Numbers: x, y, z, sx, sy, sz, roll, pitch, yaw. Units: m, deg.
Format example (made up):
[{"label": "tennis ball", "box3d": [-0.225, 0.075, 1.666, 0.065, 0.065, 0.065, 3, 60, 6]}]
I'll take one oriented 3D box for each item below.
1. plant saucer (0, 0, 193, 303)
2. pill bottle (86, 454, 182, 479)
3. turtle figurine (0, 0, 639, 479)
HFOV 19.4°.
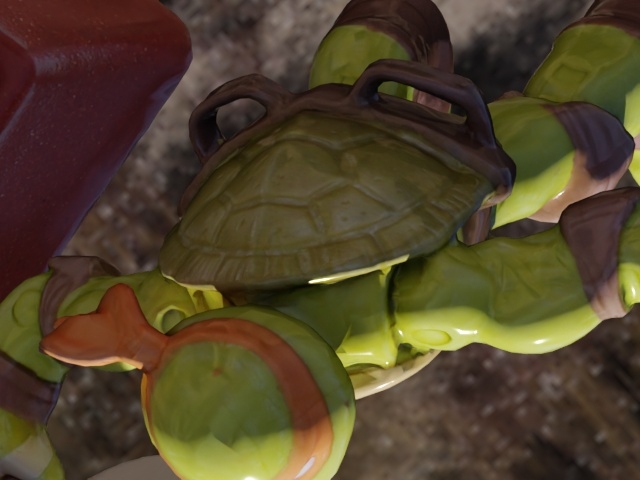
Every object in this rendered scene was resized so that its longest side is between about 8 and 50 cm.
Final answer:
[{"label": "plant saucer", "box3d": [-0.215, -0.034, 0.595, 0.259, 0.258, 0.048, -54, 176, 12]}, {"label": "pill bottle", "box3d": [-0.095, 0.231, 0.555, 0.224, 0.224, 0.392, -46, 180, 27]}, {"label": "turtle figurine", "box3d": [0.000, 0.000, 0.420, 0.270, 0.087, 0.217, -13, -161, 27]}]
